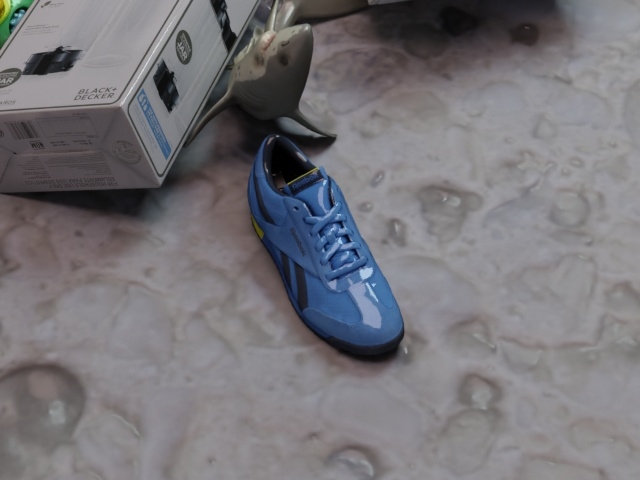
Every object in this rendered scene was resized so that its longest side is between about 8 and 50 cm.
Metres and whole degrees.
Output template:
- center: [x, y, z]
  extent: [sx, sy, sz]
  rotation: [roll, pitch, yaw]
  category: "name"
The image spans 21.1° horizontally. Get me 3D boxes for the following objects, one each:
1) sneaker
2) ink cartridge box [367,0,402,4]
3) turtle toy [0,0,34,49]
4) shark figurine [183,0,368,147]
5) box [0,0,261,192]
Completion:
- center: [0.000, 0.000, 1.345]
  extent: [0.069, 0.082, 0.209]
  rotation: [-19, 51, -19]
  category: "sneaker"
- center: [0.142, -0.394, 1.569]
  extent: [0.272, 0.130, 0.309]
  rotation: [-12, 78, -24]
  category: "ink cartridge box"
- center: [-0.275, -0.202, 1.540]
  extent: [0.066, 0.095, 0.130]
  rotation: [18, 46, -10]
  category: "turtle toy"
- center: [-0.023, -0.141, 1.488]
  extent: [0.116, 0.166, 0.278]
  rotation: [34, 21, -9]
  category: "shark figurine"
- center: [-0.167, -0.170, 1.471]
  extent: [0.169, 0.087, 0.290]
  rotation: [-2, 44, 25]
  category: "box"
